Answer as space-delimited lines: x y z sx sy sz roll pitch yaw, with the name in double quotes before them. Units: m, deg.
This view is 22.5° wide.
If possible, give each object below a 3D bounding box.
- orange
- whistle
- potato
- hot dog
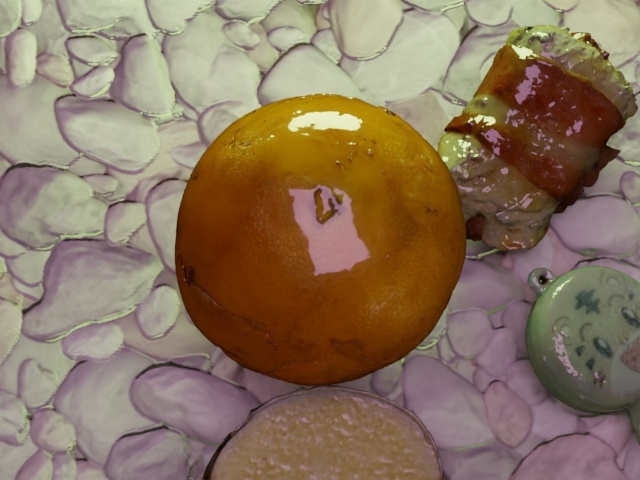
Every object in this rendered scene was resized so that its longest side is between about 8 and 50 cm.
"orange" 0.000 0.000 1.299 0.240 0.240 0.240 1 75 -4
"whistle" 0.270 0.119 1.370 0.258 0.067 0.126 45 64 3
"potato" 0.001 0.209 1.319 0.200 0.081 0.164 -12 70 -11
"hot dog" 0.180 -0.090 1.403 0.146 0.103 0.213 42 85 -15
